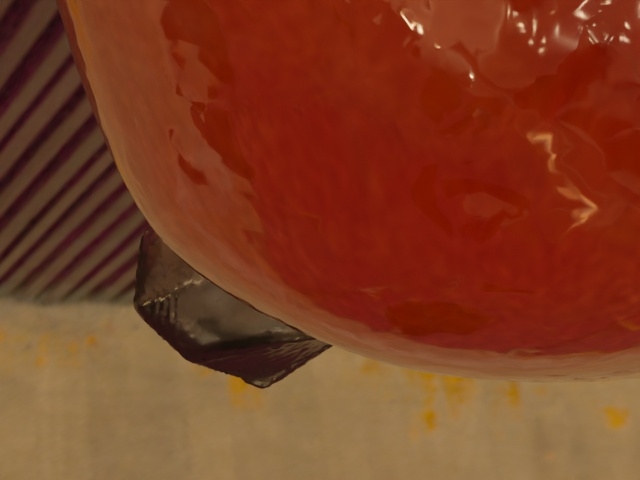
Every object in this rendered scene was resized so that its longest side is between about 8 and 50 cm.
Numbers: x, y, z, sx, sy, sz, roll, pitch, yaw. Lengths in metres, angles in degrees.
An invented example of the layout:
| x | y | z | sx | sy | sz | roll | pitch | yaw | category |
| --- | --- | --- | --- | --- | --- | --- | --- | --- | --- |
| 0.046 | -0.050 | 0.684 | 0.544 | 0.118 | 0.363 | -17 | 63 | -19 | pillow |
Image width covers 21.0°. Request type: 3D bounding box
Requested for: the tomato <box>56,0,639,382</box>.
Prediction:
| x | y | z | sx | sy | sz | roll | pitch | yaw | category |
| --- | --- | --- | --- | --- | --- | --- | --- | --- | --- |
| 0.048 | -0.125 | 0.501 | 0.341 | 0.273 | 0.341 | 16 | 66 | -42 | tomato |

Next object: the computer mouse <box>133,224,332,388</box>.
| x | y | z | sx | sy | sz | roll | pitch | yaw | category |
| --- | --- | --- | --- | --- | --- | --- | --- | --- | --- |
| 0.000 | 0.000 | 0.755 | 0.172 | 0.057 | 0.099 | -19 | 80 | -23 | computer mouse |
